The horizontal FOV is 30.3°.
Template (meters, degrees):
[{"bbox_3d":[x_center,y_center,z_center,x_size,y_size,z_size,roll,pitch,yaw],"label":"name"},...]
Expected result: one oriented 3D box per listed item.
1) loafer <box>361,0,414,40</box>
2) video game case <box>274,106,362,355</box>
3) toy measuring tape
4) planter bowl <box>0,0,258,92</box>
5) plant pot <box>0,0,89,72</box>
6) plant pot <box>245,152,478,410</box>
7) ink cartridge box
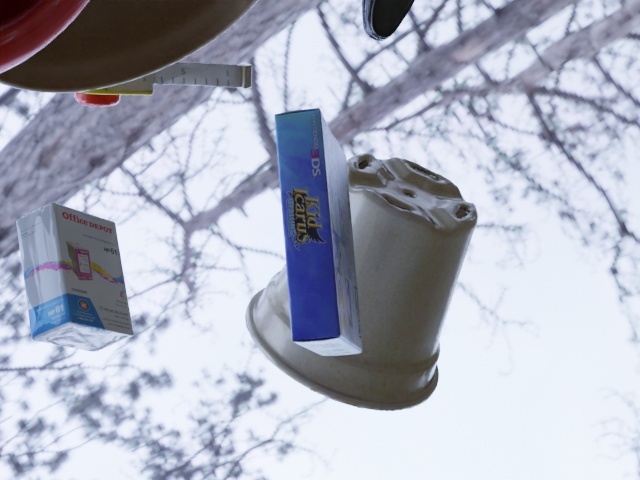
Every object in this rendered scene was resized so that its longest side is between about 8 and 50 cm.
[{"bbox_3d":[0.097,-0.315,1.381,0.062,0.061,0.170,17,-86,-26],"label":"loafer"},{"bbox_3d":[0.000,0.000,1.454,0.061,0.244,0.269,-6,-100,6],"label":"video game case"},{"bbox_3d":[-0.274,-0.261,1.791,0.330,0.121,0.121,-1,-111,-13],"label":"toy measuring tape"},{"bbox_3d":[-0.107,-0.159,0.537,0.162,0.162,0.109,-11,-115,-40],"label":"planter bowl"},{"bbox_3d":[-0.177,-0.146,0.372,0.191,0.174,0.191,-17,-68,-49],"label":"plant pot"},{"bbox_3d":[0.087,0.043,1.856,0.334,0.305,0.334,18,-155,-9],"label":"plant pot"},{"bbox_3d":[-0.230,0.035,1.109,0.088,0.052,0.122,21,-131,-56],"label":"ink cartridge box"}]
